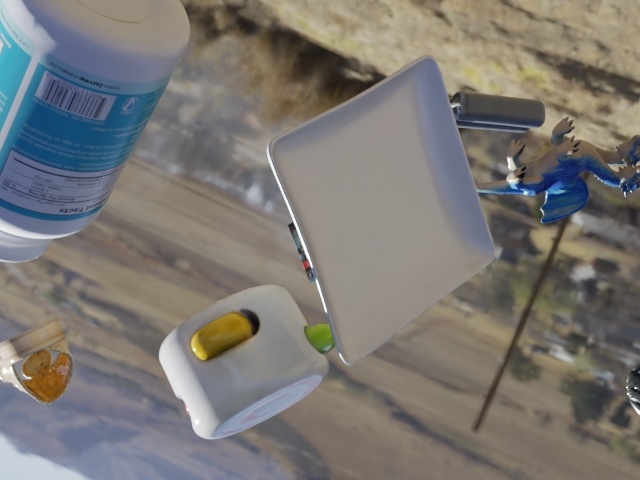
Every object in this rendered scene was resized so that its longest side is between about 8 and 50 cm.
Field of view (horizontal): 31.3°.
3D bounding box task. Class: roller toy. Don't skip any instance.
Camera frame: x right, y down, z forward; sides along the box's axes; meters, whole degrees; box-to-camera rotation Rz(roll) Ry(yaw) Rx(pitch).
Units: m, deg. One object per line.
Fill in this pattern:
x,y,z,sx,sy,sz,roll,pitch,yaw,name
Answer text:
-0.101,0.148,1.442,0.209,0.146,0.191,-13,157,-47,roller toy

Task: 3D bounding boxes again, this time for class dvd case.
0.000,0.000,1.881,0.013,0.087,0.119,37,-155,-54,dvd case

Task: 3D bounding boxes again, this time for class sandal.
-0.292,0.132,1.170,0.079,0.088,0.240,64,160,-1,sandal

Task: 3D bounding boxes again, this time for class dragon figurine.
0.341,-0.086,1.672,0.289,0.085,0.144,-28,129,19,dragon figurine

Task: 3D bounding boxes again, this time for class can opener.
0.217,-0.178,1.761,0.283,0.095,0.076,2,173,-25,can opener

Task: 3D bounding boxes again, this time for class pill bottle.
-0.222,-0.103,0.938,0.146,0.146,0.264,26,125,-13,pill bottle

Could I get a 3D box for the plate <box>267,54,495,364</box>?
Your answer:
0.071,-0.040,1.324,0.045,0.278,0.277,3,119,51,plate

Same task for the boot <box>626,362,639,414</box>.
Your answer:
0.455,0.115,1.209,0.161,0.083,0.246,3,150,-46,boot
